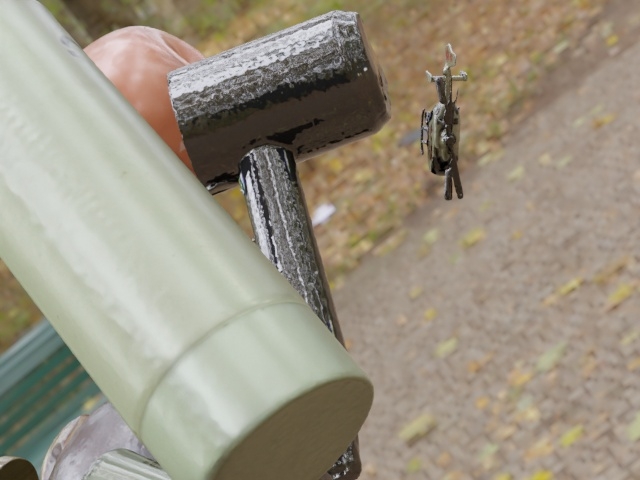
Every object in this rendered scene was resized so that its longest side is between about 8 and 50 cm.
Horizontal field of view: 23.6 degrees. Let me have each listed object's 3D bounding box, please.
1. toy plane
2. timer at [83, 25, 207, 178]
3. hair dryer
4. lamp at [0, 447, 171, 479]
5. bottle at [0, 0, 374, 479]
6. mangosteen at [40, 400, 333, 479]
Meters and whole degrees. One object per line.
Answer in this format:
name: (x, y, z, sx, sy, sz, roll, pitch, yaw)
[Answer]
toy plane: (0.097, -0.093, 1.178, 0.031, 0.120, 0.049, -4, 22, -7)
timer: (-0.207, -0.127, 1.783, 0.215, 0.230, 0.229, -54, 7, 14)
hair dryer: (-0.002, 0.000, 0.784, 0.114, 0.248, 0.070, -20, -27, 9)
lamp: (-0.186, 0.229, 1.268, 0.215, 0.121, 0.121, 6, 34, 28)
bottle: (-0.069, 0.001, 0.526, 0.072, 0.201, 0.072, -32, -29, -20)
mangosteen: (-0.143, 0.287, 1.501, 0.307, 0.307, 0.347, -44, 17, -32)
